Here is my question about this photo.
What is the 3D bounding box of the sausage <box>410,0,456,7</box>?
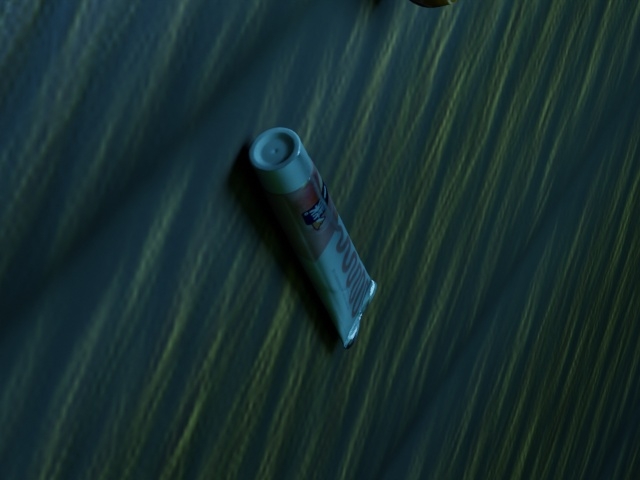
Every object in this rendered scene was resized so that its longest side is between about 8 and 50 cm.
[{"bbox_3d":[0.041,-0.240,0.909,0.234,0.071,0.071,50,59,-53],"label":"sausage"}]

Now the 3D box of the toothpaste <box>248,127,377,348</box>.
[{"bbox_3d":[0.000,0.000,0.967,0.056,0.036,0.205,-64,151,-24],"label":"toothpaste"}]
